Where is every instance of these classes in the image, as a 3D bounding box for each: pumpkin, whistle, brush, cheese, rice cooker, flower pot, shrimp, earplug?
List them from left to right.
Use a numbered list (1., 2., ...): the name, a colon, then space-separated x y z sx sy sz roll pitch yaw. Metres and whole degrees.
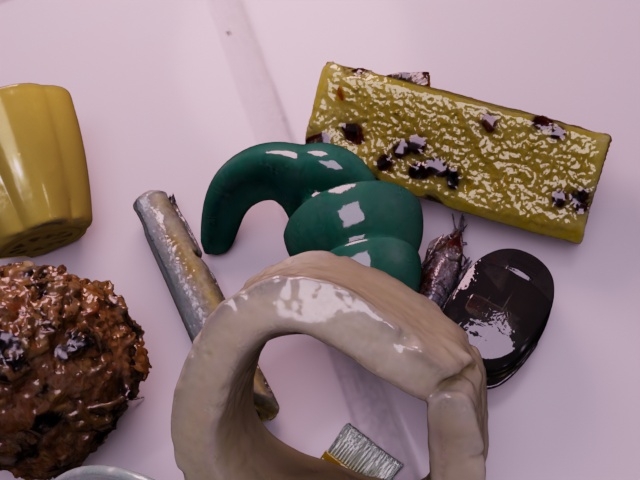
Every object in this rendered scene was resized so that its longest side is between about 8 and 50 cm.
1. flower pot: -0.379 -0.078 1.258 0.195 0.195 0.179 -22 80 0
2. whistle: -0.147 0.081 1.223 0.068 0.057 0.326 -9 62 -40
3. earplug: -0.006 -0.002 1.171 0.258 0.164 0.280 -18 56 -6
4. brush: 0.002 0.314 1.143 0.083 0.011 0.205 35 80 18
5. cheese: 0.024 0.181 1.031 0.332 0.153 0.292 24 107 5
6. pumpkin: 0.100 -0.177 1.283 0.083 0.054 0.074 -5 67 16
7. shrimp: 0.144 0.035 1.193 0.057 0.065 0.165 32 56 0
8. rice cooker: 0.199 0.090 1.144 0.112 0.106 0.165 32 82 18

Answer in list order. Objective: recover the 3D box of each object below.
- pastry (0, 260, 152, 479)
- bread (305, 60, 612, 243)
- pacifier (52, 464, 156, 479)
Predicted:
1. pastry: -0.333 0.141 1.150 0.275 0.274 0.193 -27 32 -1
2. bread: 0.155 -0.109 1.207 0.362 0.077 0.138 16 98 10
3. pacifier: -0.199 0.397 0.978 0.288 0.343 0.269 22 34 13
